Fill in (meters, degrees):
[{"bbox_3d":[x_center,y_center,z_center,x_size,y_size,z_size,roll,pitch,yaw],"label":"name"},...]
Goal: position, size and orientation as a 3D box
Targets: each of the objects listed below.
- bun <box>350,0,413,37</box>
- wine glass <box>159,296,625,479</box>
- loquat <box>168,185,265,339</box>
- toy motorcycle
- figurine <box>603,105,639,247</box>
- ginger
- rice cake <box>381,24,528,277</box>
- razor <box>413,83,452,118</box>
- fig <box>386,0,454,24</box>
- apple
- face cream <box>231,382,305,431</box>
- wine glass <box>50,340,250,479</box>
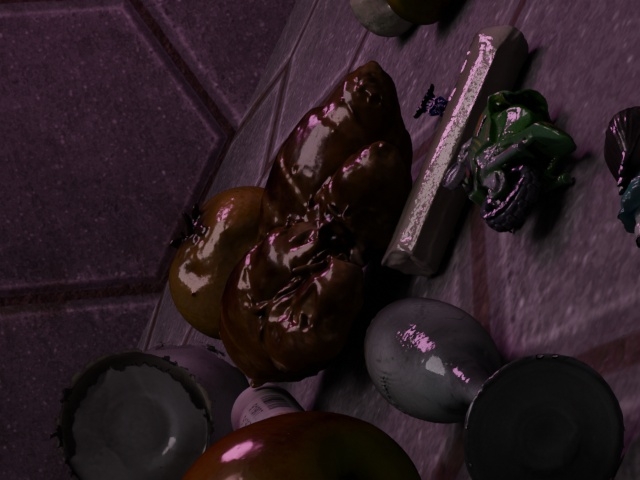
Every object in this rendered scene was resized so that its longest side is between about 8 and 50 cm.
[{"bbox_3d":[0.106,-0.400,1.763,0.204,0.126,0.213,144,148,-71],"label":"bun"},{"bbox_3d":[0.020,0.087,0.845,0.309,0.264,0.096,-153,72,-78],"label":"wine glass"},{"bbox_3d":[-0.103,0.030,1.638,0.213,0.213,0.213,-60,13,24],"label":"loquat"},{"bbox_3d":[0.159,-0.072,1.036,0.106,0.074,0.190,-54,14,13],"label":"toy motorcycle"},{"bbox_3d":[0.209,-0.039,0.800,0.060,0.047,0.106,74,-166,-46],"label":"figurine"},{"bbox_3d":[0.002,-0.010,1.321,0.274,0.152,0.358,129,163,-81],"label":"ginger"},{"bbox_3d":[0.131,-0.085,1.195,0.057,0.052,0.256,17,82,44],"label":"rice cake"},{"bbox_3d":[0.138,-0.149,1.355,0.044,0.028,0.154,-61,11,-1],"label":"razor"},{"bbox_3d":[0.133,-0.349,1.572,0.136,0.120,0.153,175,94,-82],"label":"fig"},{"bbox_3d":[-0.013,0.218,0.911,0.196,0.195,0.196,-60,13,24],"label":"apple"},{"bbox_3d":[-0.039,0.210,1.294,0.082,0.082,0.269,-66,12,-2],"label":"face cream"},{"bbox_3d":[-0.186,0.215,1.498,0.357,0.190,0.191,18,-83,-84],"label":"wine glass"}]
